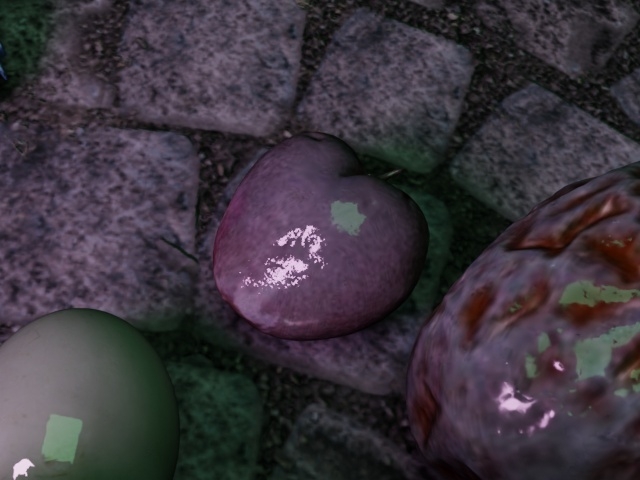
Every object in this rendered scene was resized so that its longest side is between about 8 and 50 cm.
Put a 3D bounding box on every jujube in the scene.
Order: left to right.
[{"bbox_3d":[0.198,0.075,0.727,0.308,0.246,0.215,-37,105,-40],"label":"jujube"}]

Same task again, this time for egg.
[{"bbox_3d":[-0.172,0.133,0.691,0.149,0.149,0.192,7,47,-4],"label":"egg"}]

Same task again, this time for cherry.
[{"bbox_3d":[0.001,0.004,0.808,0.176,0.140,0.176,-4,71,13],"label":"cherry"}]

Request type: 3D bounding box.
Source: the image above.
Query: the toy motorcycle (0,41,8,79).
[{"bbox_3d":[-0.417,-0.188,0.886,0.272,0.123,0.182,-3,80,-8],"label":"toy motorcycle"}]
